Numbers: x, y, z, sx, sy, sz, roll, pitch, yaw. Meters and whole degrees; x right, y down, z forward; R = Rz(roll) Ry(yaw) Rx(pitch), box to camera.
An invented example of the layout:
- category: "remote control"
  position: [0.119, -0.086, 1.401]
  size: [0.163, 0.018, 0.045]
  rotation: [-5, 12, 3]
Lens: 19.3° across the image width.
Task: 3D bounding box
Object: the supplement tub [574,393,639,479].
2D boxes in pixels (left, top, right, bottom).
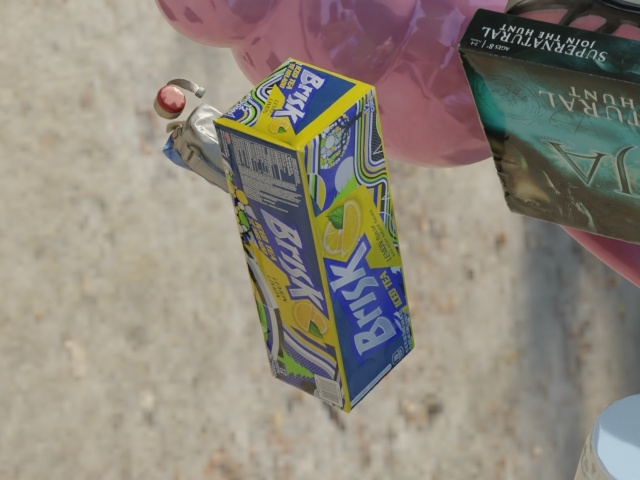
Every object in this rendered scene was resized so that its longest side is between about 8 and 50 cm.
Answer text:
- category: "supplement tub"
  position: [0.131, 0.123, 0.760]
  size: [0.071, 0.071, 0.107]
  rotation: [-64, 167, -50]

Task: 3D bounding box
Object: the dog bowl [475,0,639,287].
- category: "dog bowl"
  position: [0.275, -0.059, 1.192]
  size: [0.150, 0.408, 0.408]
  rotation: [-55, 143, -12]

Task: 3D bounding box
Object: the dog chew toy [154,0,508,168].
- category: "dog chew toy"
  position: [0.022, -0.180, 1.422]
  size: [0.332, 0.206, 0.207]
  rotation: [17, 64, -23]

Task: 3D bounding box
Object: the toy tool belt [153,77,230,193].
- category: "toy tool belt"
  position: [-0.077, -0.061, 1.206]
  size: [0.083, 0.051, 0.052]
  rotation: [33, 51, -9]

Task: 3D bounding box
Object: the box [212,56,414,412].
- category: "box"
  position: [0.000, 0.000, 0.912]
  size: [0.059, 0.054, 0.169]
  rotation: [-42, 140, -32]

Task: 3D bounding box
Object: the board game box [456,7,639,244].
- category: "board game box"
  position: [0.158, -0.035, 0.814]
  size: [0.026, 0.186, 0.126]
  rotation: [-61, 149, -25]
